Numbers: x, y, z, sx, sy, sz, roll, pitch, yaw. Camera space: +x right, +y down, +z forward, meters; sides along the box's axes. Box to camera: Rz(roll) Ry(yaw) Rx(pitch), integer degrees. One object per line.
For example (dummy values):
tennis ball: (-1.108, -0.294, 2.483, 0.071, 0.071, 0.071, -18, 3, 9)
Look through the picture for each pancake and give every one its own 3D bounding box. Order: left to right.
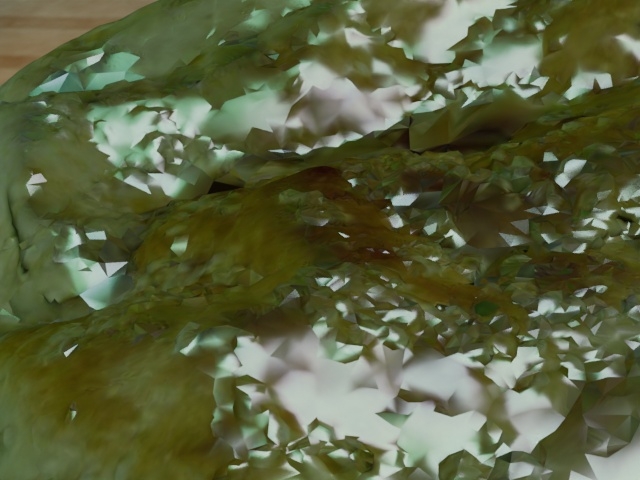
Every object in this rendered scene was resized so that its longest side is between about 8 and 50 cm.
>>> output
pancake: (0.001, 0.000, 0.558, 0.387, 0.082, 0.387, -9, 37, 7)
